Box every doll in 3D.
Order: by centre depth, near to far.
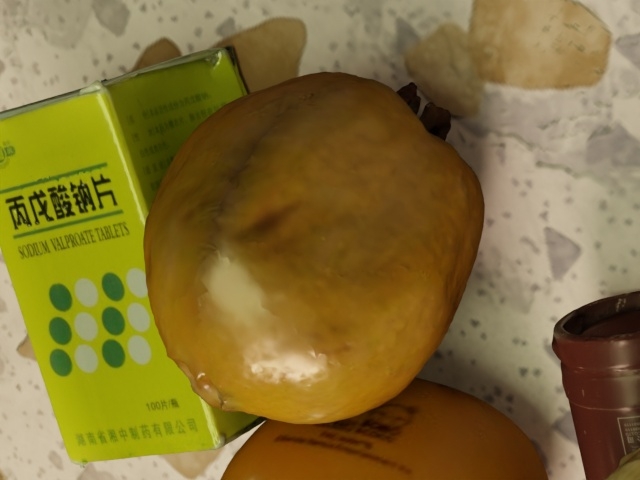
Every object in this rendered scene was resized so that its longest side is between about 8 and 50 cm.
[{"bbox_3d":[0.041,0.209,1.002,0.213,0.213,0.236,8,125,32],"label":"doll"}]

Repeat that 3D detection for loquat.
[{"bbox_3d":[0.000,0.000,0.946,0.187,0.234,0.176,39,161,-20],"label":"loquat"}]

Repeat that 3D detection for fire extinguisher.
[{"bbox_3d":[0.202,0.169,0.930,0.105,0.105,0.268,-6,104,35],"label":"fire extinguisher"}]

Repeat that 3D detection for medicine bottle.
[{"bbox_3d":[-0.113,0.010,1.064,0.137,0.141,0.250,-11,100,39],"label":"medicine bottle"}]

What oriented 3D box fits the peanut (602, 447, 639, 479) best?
[{"bbox_3d":[0.209,0.239,0.837,0.136,0.120,0.298,-14,102,22],"label":"peanut"}]
